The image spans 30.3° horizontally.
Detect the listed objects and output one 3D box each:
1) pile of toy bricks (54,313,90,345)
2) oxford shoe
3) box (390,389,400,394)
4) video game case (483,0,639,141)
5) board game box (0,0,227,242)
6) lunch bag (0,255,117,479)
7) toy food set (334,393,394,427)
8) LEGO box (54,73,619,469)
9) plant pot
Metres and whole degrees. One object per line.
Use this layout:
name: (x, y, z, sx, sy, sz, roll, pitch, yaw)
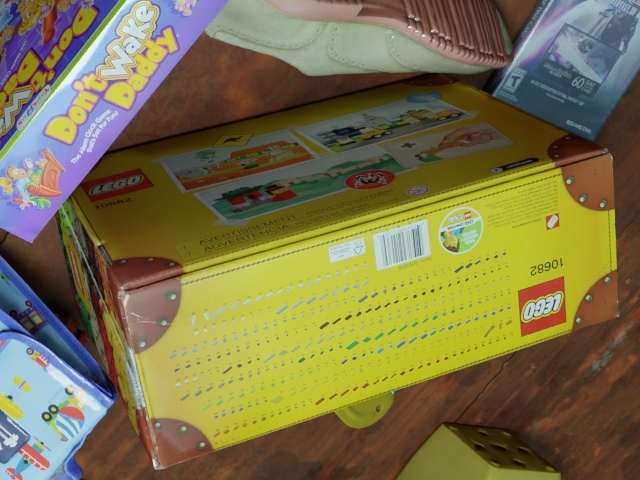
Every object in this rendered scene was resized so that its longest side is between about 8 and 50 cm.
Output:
pile of toy bricks: (-0.372, 0.152, 1.391, 0.105, 0.118, 0.212, 40, 119, -13)
oxford shoe: (0.049, -0.248, 1.311, 0.397, 0.140, 0.146, 10, 149, -37)
box: (0.069, 0.091, 1.437, 0.153, 0.207, 0.108, -23, 109, -30)
video game case: (0.349, -0.268, 1.490, 0.196, 0.026, 0.274, 17, 115, -35)
board game box: (-0.221, -0.201, 1.110, 0.078, 0.233, 0.347, 32, 105, -39)
lunch bag: (-0.366, 0.160, 1.260, 0.293, 0.138, 0.221, 42, 102, 3)
toy food set: (0.027, 0.162, 1.614, 0.128, 0.071, 0.218, -51, 133, -18)
LEGO box: (0.000, 0.000, 1.256, 0.500, 0.372, 0.193, -16, 115, -16)
plant pot: (0.245, 0.398, 1.808, 0.212, 0.212, 0.187, 12, 104, -33)
